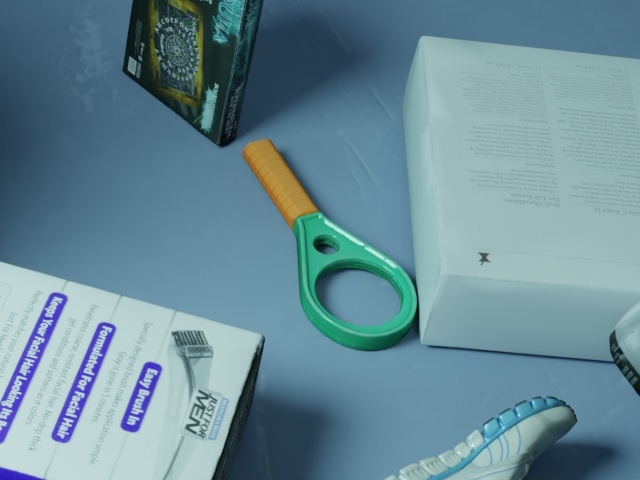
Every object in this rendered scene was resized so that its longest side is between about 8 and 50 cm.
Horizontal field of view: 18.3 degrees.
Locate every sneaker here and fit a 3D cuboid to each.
[{"bbox_3d":[0.123,0.186,1.472,0.190,0.071,0.083,-29,64,-24],"label":"sneaker"}]

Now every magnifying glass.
[{"bbox_3d":[0.000,0.000,1.646,0.092,0.026,0.231,-16,51,-26],"label":"magnifying glass"}]

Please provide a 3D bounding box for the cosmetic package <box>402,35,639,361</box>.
[{"bbox_3d":[0.266,-0.029,1.683,0.377,0.097,0.284,6,44,-7],"label":"cosmetic package"}]

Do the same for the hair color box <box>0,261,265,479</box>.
[{"bbox_3d":[-0.228,0.117,1.425,0.339,0.110,0.185,15,44,4],"label":"hair color box"}]

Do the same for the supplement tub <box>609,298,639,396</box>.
[{"bbox_3d":[0.382,0.144,1.431,0.207,0.207,0.338,-29,76,-34],"label":"supplement tub"}]

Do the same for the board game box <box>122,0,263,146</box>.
[{"bbox_3d":[-0.108,-0.184,1.686,0.126,0.186,0.026,39,49,23],"label":"board game box"}]
